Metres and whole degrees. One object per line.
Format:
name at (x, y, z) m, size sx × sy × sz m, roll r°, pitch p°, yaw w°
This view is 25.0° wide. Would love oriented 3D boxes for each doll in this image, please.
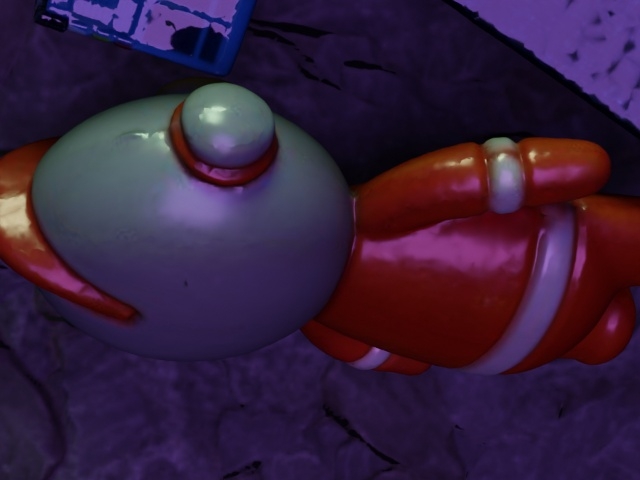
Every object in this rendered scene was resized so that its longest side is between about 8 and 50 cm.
doll at (0.000, 0.000, 0.629) m, size 0.337 × 0.105 × 0.200 m, roll 5°, pitch 149°, yaw -19°

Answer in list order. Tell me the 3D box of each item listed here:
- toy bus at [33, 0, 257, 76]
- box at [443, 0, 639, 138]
toy bus at (-0.051, -0.171, 0.602) m, size 0.106 × 0.090 × 0.184 m, roll 18°, pitch 107°, yaw -13°
box at (0.183, -0.181, 0.610) m, size 0.261 × 0.116 × 0.279 m, roll 34°, pitch 100°, yaw -10°
